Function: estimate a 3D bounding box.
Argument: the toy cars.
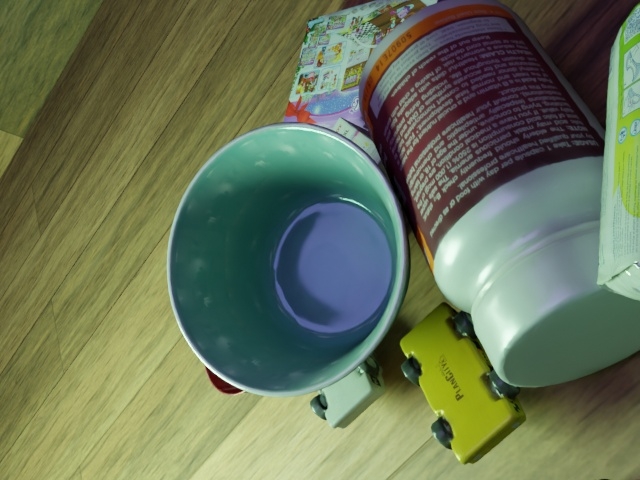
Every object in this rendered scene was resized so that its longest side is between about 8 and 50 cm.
[{"bbox_3d":[0.104,0.168,0.884,0.394,0.087,0.176,-2,61,51],"label":"toy cars"}]

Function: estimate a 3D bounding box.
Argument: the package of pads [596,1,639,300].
[{"bbox_3d":[0.371,-0.049,0.544,0.297,0.101,0.229,8,76,3],"label":"package of pads"}]

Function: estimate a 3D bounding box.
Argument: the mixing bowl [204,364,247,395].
[{"bbox_3d":[-0.087,0.150,1.084,0.181,0.098,0.181,-20,62,41],"label":"mixing bowl"}]

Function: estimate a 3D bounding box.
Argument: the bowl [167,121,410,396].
[{"bbox_3d":[-0.014,0.028,0.865,0.312,0.163,0.311,-4,81,27],"label":"bowl"}]

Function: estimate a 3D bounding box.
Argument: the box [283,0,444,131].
[{"bbox_3d":[0.071,-0.270,1.113,0.293,0.057,0.200,4,77,48],"label":"box"}]

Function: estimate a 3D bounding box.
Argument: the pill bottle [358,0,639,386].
[{"bbox_3d":[0.198,-0.060,0.762,0.224,0.224,0.392,-42,47,28],"label":"pill bottle"}]

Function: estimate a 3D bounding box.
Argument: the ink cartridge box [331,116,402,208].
[{"bbox_3d":[0.061,-0.106,1.032,0.092,0.090,0.143,-58,42,13],"label":"ink cartridge box"}]

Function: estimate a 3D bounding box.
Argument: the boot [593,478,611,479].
[{"bbox_3d":[0.318,0.240,0.646,0.099,0.045,0.121,-51,37,13],"label":"boot"}]
